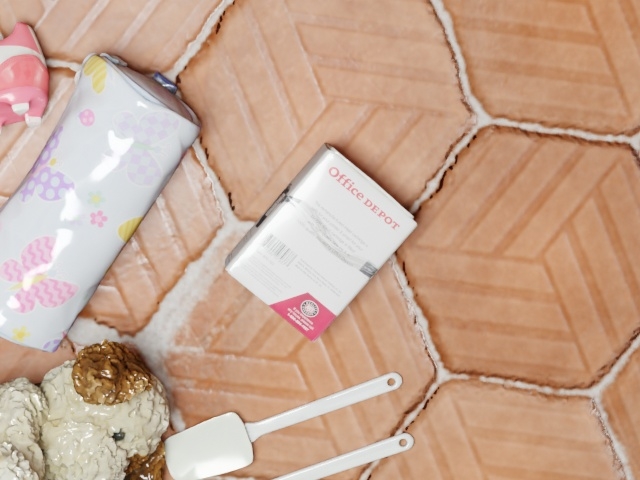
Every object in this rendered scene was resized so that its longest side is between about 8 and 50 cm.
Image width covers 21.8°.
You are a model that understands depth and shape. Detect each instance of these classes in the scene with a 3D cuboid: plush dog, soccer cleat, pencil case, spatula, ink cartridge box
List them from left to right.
[{"bbox_3d":[-0.366,-0.131,1.497,0.248,0.083,0.095,-11,70,4],"label":"soccer cleat"},{"bbox_3d":[-0.244,0.184,1.510,0.225,0.262,0.211,-20,57,-11],"label":"plush dog"},{"bbox_3d":[-0.223,-0.034,1.496,0.124,0.113,0.273,33,97,-4],"label":"pencil case"},{"bbox_3d":[-0.015,0.224,1.602,0.242,0.019,0.168,-20,100,0],"label":"spatula"},{"bbox_3d":[0.000,0.000,1.540,0.109,0.063,0.150,40,95,-9],"label":"ink cartridge box"}]
